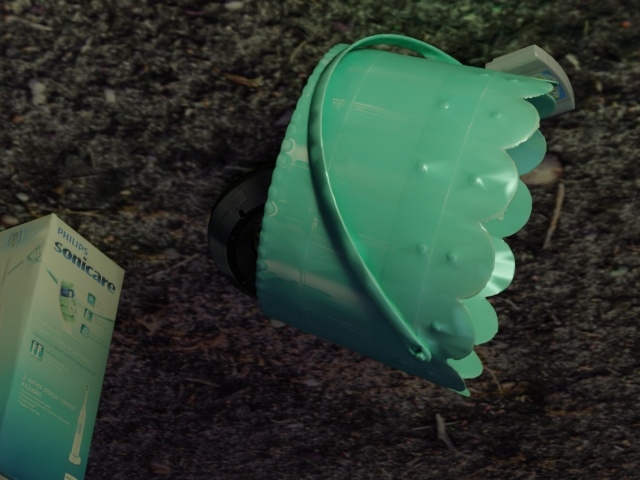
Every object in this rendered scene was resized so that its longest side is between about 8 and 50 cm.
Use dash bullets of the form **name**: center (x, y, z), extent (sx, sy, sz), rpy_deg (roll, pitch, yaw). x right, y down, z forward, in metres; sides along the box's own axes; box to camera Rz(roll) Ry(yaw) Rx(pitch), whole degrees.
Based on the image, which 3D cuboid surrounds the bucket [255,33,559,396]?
- **bucket**: center (0.073, -0.027, 1.068), extent (0.183, 0.281, 0.281), rpy_deg (15, 147, 11)

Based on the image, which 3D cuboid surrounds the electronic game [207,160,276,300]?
- **electronic game**: center (0.000, 0.000, 1.315), extent (0.229, 0.048, 0.229), rpy_deg (1, 138, 1)

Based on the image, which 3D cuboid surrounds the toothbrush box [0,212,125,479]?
- **toothbrush box**: center (-0.345, 0.145, 1.356), extent (0.216, 0.295, 0.126), rpy_deg (-16, 139, 29)

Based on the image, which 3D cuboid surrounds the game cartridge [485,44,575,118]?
- **game cartridge**: center (0.185, -0.134, 1.126), extent (0.056, 0.017, 0.083), rpy_deg (-20, 138, 27)
